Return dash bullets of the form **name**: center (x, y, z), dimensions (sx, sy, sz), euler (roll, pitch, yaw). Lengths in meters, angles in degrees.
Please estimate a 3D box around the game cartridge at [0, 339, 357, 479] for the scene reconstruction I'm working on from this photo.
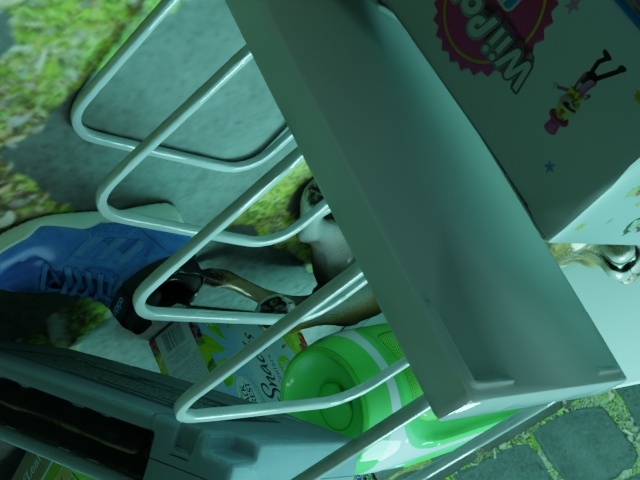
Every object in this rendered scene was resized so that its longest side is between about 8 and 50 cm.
- **game cartridge**: center (-0.133, 0.128, 0.612), dimensions (0.198, 0.297, 0.062), euler (32, 72, -59)

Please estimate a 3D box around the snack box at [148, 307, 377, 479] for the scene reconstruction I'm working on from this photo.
- **snack box**: center (-0.052, 0.172, 0.821), dimensions (0.070, 0.207, 0.174), euler (-41, 152, 22)

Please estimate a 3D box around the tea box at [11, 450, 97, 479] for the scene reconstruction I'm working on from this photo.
- **tea box**: center (-0.143, 0.376, 0.914), dimensions (0.329, 0.323, 0.220), euler (14, 107, -57)

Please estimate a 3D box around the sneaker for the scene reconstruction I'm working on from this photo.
- **sneaker**: center (-0.154, 0.027, 0.587), dimensions (0.152, 0.085, 0.058), euler (-11, 149, -34)

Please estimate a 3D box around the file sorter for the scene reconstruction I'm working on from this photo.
- **file sorter**: center (0.000, 0.000, 0.484), dimensions (0.173, 0.278, 0.192), euler (-38, 154, 27)

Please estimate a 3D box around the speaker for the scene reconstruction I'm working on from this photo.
- **speaker**: center (0.106, 0.136, 0.812), dimensions (0.296, 0.131, 0.131), euler (-3, 144, -44)

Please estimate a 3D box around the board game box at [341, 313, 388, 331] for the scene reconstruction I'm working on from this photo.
- **board game box**: center (0.169, 0.143, 1.079), dimensions (0.275, 0.142, 0.144), euler (-4, 145, -42)

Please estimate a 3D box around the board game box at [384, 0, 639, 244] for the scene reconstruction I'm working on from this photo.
- **board game box**: center (0.184, -0.112, 0.525), dimensions (0.303, 0.224, 0.097), euler (-1, 144, -47)

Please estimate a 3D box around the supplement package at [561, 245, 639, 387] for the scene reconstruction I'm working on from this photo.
- **supplement package**: center (0.448, 0.060, 1.044), dimensions (0.293, 0.175, 0.177), euler (-19, 177, 28)

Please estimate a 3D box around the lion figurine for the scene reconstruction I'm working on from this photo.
- **lion figurine**: center (0.104, 0.001, 0.779), dimensions (0.392, 0.142, 0.240), euler (-14, 165, 11)
